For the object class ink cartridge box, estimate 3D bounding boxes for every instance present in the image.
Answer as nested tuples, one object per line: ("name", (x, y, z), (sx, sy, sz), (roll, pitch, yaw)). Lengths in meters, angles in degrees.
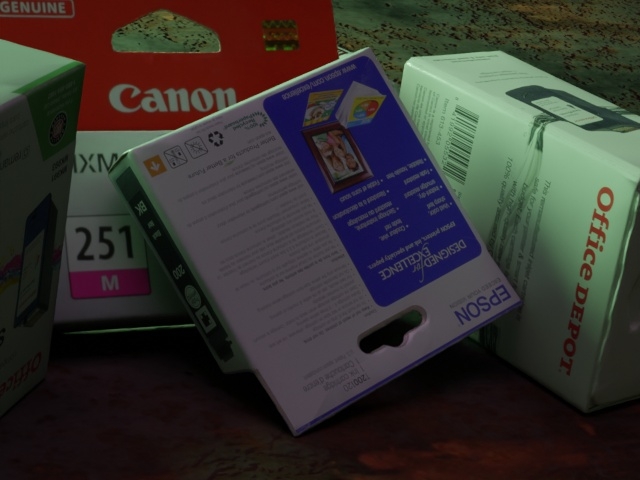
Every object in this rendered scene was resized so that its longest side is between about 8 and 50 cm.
("ink cartridge box", (-0.214, 0.004, 0.993), (0.093, 0.212, 0.154), (18, 23, 13))
("ink cartridge box", (-0.086, -0.064, 1.188), (0.275, 0.239, 0.060), (-3, -9, -26))
("ink cartridge box", (0.154, -0.013, 1.220), (0.100, 0.172, 0.237), (-9, 28, -37))
("ink cartridge box", (0.000, 0.000, 1.143), (0.206, 0.045, 0.208), (-26, 81, -32))

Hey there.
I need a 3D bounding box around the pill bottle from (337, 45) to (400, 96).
("pill bottle", (-0.003, -0.135, 1.571), (0.152, 0.086, 0.086), (27, 28, 38))
